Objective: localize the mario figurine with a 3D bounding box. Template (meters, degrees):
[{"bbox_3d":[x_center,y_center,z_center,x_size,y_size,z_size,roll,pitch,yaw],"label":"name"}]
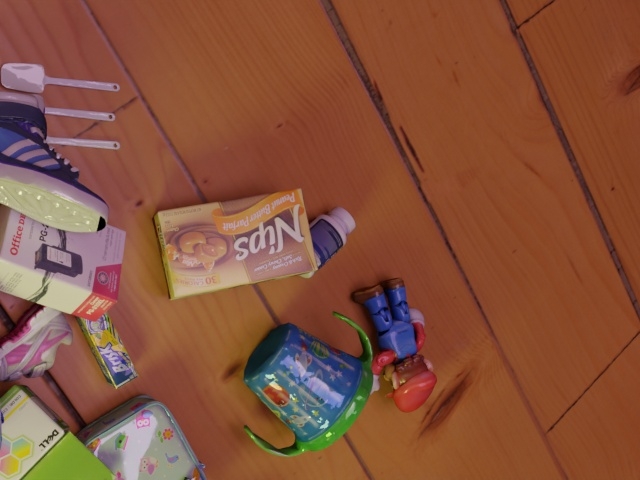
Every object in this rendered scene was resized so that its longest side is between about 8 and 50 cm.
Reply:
[{"bbox_3d":[0.168,0.261,2.251,0.198,0.170,0.320,-16,90,6],"label":"mario figurine"}]

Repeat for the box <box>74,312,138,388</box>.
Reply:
[{"bbox_3d":[-0.434,0.213,1.883,0.054,0.059,0.168,-30,107,-25],"label":"box"}]

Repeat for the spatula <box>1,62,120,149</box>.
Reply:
[{"bbox_3d":[-0.512,-0.259,1.843,0.242,0.019,0.168,0,91,-32],"label":"spatula"}]

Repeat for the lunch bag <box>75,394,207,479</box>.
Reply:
[{"bbox_3d":[-0.362,0.473,1.909,0.224,0.108,0.279,-33,108,-29],"label":"lunch bag"}]

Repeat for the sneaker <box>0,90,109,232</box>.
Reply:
[{"bbox_3d":[-0.516,-0.171,1.717,0.323,0.130,0.236,20,56,-10],"label":"sneaker"}]

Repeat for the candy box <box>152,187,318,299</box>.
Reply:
[{"bbox_3d":[-0.179,0.006,1.967,0.317,0.087,0.182,-10,86,-20],"label":"candy box"}]

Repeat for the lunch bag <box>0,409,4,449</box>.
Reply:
[{"bbox_3d":[-0.658,0.262,1.582,0.243,0.115,0.303,-1,88,-57],"label":"lunch bag"}]

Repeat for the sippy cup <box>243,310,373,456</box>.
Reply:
[{"bbox_3d":[-0.040,0.307,2.051,0.224,0.240,0.305,41,48,-16],"label":"sippy cup"}]

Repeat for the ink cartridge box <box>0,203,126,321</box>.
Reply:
[{"bbox_3d":[-0.506,0.030,1.769,0.237,0.100,0.172,24,46,-30],"label":"ink cartridge box"}]

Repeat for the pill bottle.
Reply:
[{"bbox_3d":[0.000,0.000,2.127,0.169,0.094,0.094,-43,112,-23],"label":"pill bottle"}]

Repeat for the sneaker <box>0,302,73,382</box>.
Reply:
[{"bbox_3d":[-0.571,0.225,1.773,0.252,0.103,0.111,-44,111,-22],"label":"sneaker"}]

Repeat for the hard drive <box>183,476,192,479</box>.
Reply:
[{"bbox_3d":[-0.270,0.563,1.894,0.094,0.022,0.135,36,74,-30],"label":"hard drive"}]

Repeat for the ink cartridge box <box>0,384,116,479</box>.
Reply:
[{"bbox_3d":[-0.538,0.422,1.734,0.255,0.097,0.189,43,77,1],"label":"ink cartridge box"}]
